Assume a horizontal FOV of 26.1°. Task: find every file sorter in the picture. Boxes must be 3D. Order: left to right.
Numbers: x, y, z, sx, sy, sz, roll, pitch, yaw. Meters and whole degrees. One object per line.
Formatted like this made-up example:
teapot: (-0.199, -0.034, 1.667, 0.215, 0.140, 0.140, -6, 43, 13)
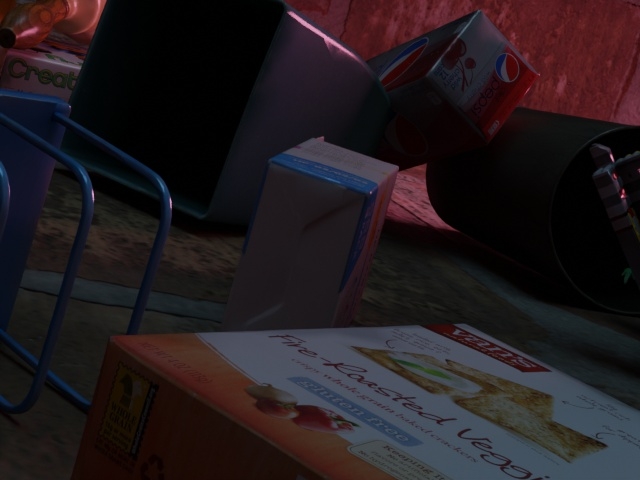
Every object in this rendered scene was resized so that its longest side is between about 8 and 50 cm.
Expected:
file sorter: (-0.161, 0.004, 0.544, 0.170, 0.118, 0.104, 4, 19, -47)

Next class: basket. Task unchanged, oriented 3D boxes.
basket: (0.209, -0.042, 1.226, 0.204, 0.154, 0.227, 21, 3, -33)

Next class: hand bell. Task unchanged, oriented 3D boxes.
hand bell: (-0.259, -0.221, 1.332, 0.126, 0.126, 0.242, 17, 24, 4)

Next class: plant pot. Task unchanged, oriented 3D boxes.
plant pot: (-0.056, -0.100, 1.110, 0.165, 0.165, 0.234, 23, 4, 32)

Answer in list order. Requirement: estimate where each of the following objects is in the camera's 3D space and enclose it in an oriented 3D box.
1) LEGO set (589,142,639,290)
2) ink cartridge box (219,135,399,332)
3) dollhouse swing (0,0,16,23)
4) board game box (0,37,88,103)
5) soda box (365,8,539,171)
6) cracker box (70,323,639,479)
LEGO set: (0.340, -0.043, 0.978, 0.331, 0.192, 0.255, -22, 3, 30)
ink cartridge box: (0.000, 0.000, 0.819, 0.061, 0.104, 0.181, 18, 11, 6)
dollhouse swing: (-0.494, -0.356, 1.317, 0.346, 0.315, 0.305, -6, 41, -40)
board game box: (-0.195, -0.152, 1.408, 0.305, 0.053, 0.193, 11, 12, -26)
soda box: (0.077, -0.122, 1.259, 0.083, 0.092, 0.263, 44, -23, -15)
cracker box: (0.043, 0.091, 0.538, 0.155, 0.067, 0.232, 26, 14, 37)
